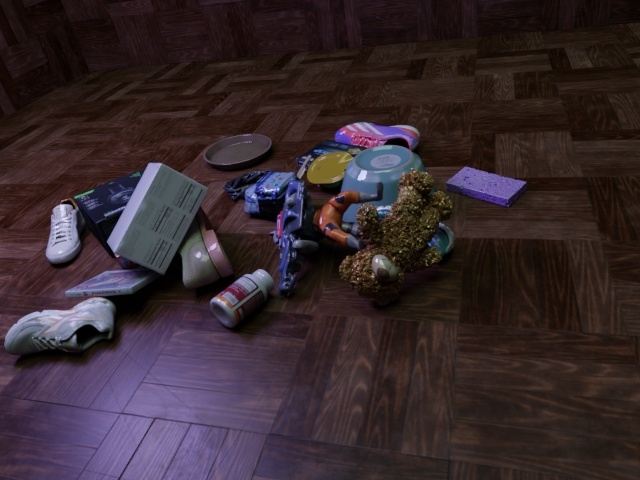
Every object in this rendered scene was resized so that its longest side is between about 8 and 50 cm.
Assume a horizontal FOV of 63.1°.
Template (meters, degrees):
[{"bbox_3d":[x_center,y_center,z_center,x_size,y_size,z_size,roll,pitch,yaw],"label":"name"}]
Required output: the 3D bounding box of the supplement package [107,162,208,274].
[{"bbox_3d":[-0.455,-0.067,1.442,0.204,0.145,0.261,17,79,62],"label":"supplement package"}]

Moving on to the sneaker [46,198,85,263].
[{"bbox_3d":[-0.838,-0.038,1.684,0.106,0.123,0.290,-14,35,-8],"label":"sneaker"}]

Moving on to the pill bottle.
[{"bbox_3d":[-0.187,0.138,1.279,0.086,0.086,0.152,20,44,37],"label":"pill bottle"}]

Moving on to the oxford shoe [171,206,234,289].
[{"bbox_3d":[-0.372,-0.002,1.494,0.147,0.140,0.397,-29,33,-9],"label":"oxford shoe"}]

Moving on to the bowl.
[{"bbox_3d":[0.194,-0.178,1.573,0.312,0.163,0.311,-8,33,5],"label":"bowl"}]

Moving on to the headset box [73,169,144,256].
[{"bbox_3d":[-0.637,-0.103,1.714,0.247,0.131,0.283,-28,37,-25],"label":"headset box"}]

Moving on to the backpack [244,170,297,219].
[{"bbox_3d":[-0.163,-0.148,1.667,0.174,0.116,0.158,8,37,30],"label":"backpack"}]

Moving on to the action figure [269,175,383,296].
[{"bbox_3d":[0.000,0.000,1.383,0.330,0.179,0.341,-5,66,37],"label":"action figure"}]

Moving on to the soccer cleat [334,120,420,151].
[{"bbox_3d":[0.196,-0.363,1.895,0.319,0.108,0.116,5,35,17],"label":"soccer cleat"}]

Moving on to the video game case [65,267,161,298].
[{"bbox_3d":[-0.545,0.111,1.406,0.184,0.023,0.201,-5,12,8],"label":"video game case"}]

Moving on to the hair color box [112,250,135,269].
[{"bbox_3d":[-0.541,0.015,1.585,0.167,0.053,0.093,-27,38,-21],"label":"hair color box"}]

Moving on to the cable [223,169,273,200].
[{"bbox_3d":[-0.246,-0.198,1.833,0.185,0.047,0.151,-27,32,-19],"label":"cable"}]

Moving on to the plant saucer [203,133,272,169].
[{"bbox_3d":[-0.326,-0.352,2.077,0.278,0.041,0.277,-8,33,5],"label":"plant saucer"}]

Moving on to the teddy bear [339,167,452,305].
[{"bbox_3d":[0.194,-0.010,1.230,0.338,0.245,0.113,-38,26,-22],"label":"teddy bear"}]

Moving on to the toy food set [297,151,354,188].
[{"bbox_3d":[0.030,-0.224,1.737,0.218,0.071,0.128,5,62,39],"label":"toy food set"}]

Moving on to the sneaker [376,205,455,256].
[{"bbox_3d":[0.216,-0.016,1.388,0.276,0.107,0.110,16,52,34],"label":"sneaker"}]

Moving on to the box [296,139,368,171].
[{"bbox_3d":[0.052,-0.290,1.872,0.220,0.051,0.175,21,45,37],"label":"box"}]

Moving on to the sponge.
[{"bbox_3d":[0.502,-0.166,1.586,0.210,0.031,0.117,23,46,40],"label":"sponge"}]

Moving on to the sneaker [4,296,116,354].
[{"bbox_3d":[-0.629,0.228,1.263,0.263,0.099,0.121,-20,39,-12],"label":"sneaker"}]
